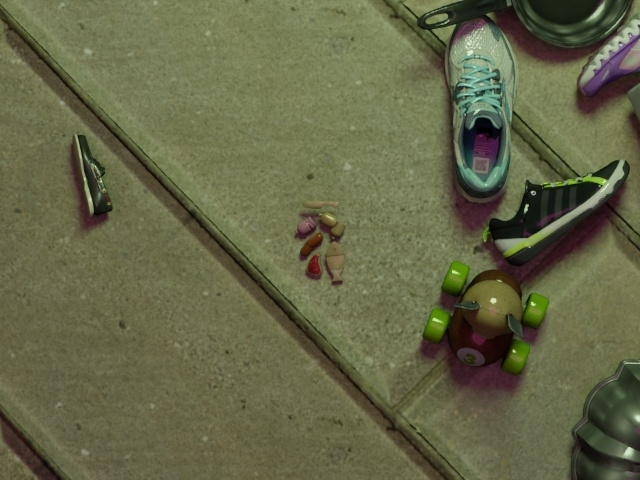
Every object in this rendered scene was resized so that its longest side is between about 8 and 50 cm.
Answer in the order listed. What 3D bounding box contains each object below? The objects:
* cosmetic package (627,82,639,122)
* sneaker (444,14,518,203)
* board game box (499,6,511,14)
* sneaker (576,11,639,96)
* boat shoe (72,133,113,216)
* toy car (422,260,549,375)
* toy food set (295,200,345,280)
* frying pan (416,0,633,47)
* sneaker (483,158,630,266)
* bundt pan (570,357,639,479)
[{"bbox_3d":[0.693,-0.203,1.583,0.453,0.161,0.230,-23,86,1],"label":"cosmetic package"},{"bbox_3d":[0.241,-0.197,1.667,0.110,0.122,0.283,-5,89,6],"label":"sneaker"},{"bbox_3d":[0.265,-0.431,1.714,0.103,0.026,0.154,-39,86,4],"label":"board game box"},{"bbox_3d":[0.481,-0.282,1.662,0.236,0.095,0.104,-41,93,3],"label":"sneaker"},{"bbox_3d":[-0.355,-0.103,1.772,0.042,0.049,0.133,-13,81,-22],"label":"boat shoe"},{"bbox_3d":[0.238,0.114,1.633,0.155,0.188,0.149,22,92,6],"label":"toy car"},{"bbox_3d":[0.000,0.000,1.745,0.078,0.019,0.122,3,98,6],"label":"toy food set"},{"bbox_3d":[0.316,-0.342,1.670,0.326,0.053,0.197,-38,105,0],"label":"frying pan"},{"bbox_3d":[0.342,-0.059,1.675,0.234,0.084,0.097,-38,85,5],"label":"sneaker"},{"bbox_3d":[0.527,0.320,1.618,0.331,0.124,0.331,0,96,3],"label":"bundt pan"}]
